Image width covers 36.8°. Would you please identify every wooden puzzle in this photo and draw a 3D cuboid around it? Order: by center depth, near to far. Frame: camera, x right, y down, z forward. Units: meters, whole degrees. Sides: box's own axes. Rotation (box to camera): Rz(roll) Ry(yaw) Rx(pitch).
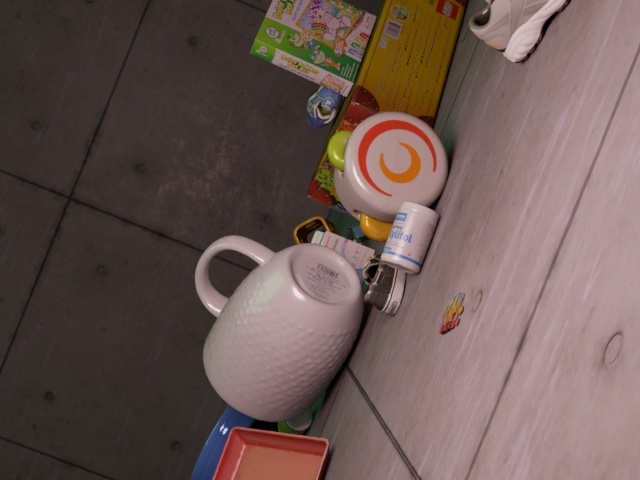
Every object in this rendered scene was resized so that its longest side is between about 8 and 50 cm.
[{"bbox_3d":[0.173,0.096,1.268,0.083,0.006,0.049,124,167,-70],"label":"wooden puzzle"}]

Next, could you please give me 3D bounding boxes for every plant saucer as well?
[{"bbox_3d":[-0.106,0.482,1.764,0.258,0.047,0.259,-3,58,42],"label":"plant saucer"}]

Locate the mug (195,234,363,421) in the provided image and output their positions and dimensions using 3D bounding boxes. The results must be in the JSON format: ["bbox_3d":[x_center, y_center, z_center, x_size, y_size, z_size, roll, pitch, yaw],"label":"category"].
[{"bbox_3d":[-0.098,0.143,1.988,0.276,0.374,0.328,-47,-8,-50],"label":"mug"}]

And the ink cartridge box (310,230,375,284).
[{"bbox_3d":[0.040,0.041,2.242,0.090,0.143,0.092,142,149,-82],"label":"ink cartridge box"}]

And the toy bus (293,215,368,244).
[{"bbox_3d":[0.002,-0.004,2.418,0.190,0.104,0.202,-19,-13,-36],"label":"toy bus"}]

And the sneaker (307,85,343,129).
[{"bbox_3d":[0.002,-0.322,2.354,0.211,0.080,0.081,120,174,-67],"label":"sneaker"}]

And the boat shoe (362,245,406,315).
[{"bbox_3d":[0.115,0.054,1.754,0.219,0.070,0.078,-77,10,-64],"label":"boat shoe"}]

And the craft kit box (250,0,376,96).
[{"bbox_3d":[-0.013,-0.481,2.243,0.061,0.246,0.250,117,172,-53],"label":"craft kit box"}]

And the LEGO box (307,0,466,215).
[{"bbox_3d":[0.164,-0.355,2.342,0.372,0.193,0.500,118,172,-55],"label":"LEGO box"}]

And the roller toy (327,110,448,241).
[{"bbox_3d":[0.125,-0.121,1.737,0.191,0.209,0.146,-28,-7,-16],"label":"roller toy"}]

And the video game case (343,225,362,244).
[{"bbox_3d":[0.064,0.058,2.648,0.285,0.025,0.204,-158,90,-86],"label":"video game case"}]

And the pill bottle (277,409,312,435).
[{"bbox_3d":[-0.061,0.413,2.177,0.116,0.065,0.065,119,172,-60],"label":"pill bottle"}]

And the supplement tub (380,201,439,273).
[{"bbox_3d":[0.150,-0.004,1.617,0.071,0.071,0.107,141,150,-81],"label":"supplement tub"}]

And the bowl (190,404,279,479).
[{"bbox_3d":[-0.203,0.532,2.499,0.391,0.077,0.391,-55,-18,-27],"label":"bowl"}]

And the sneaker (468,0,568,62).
[{"bbox_3d":[0.298,-0.366,1.366,0.271,0.107,0.100,120,173,-53],"label":"sneaker"}]
